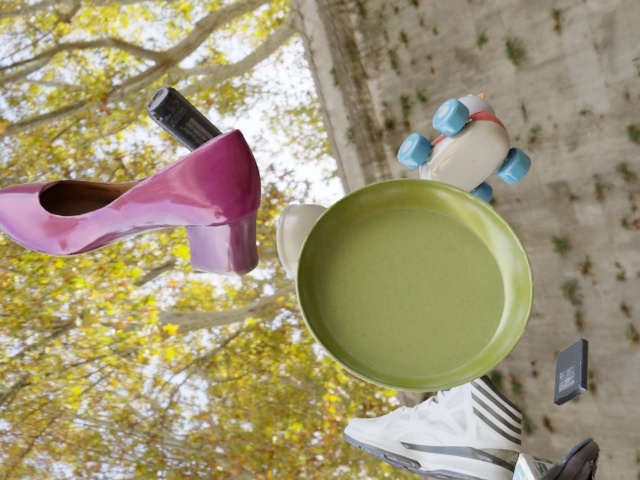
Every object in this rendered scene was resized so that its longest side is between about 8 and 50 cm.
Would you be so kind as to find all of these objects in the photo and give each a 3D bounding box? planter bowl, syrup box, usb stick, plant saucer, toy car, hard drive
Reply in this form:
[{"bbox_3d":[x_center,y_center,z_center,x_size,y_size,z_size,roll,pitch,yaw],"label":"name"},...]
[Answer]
[{"bbox_3d":[0.000,0.000,1.429,0.162,0.109,0.162,23,-116,-59],"label":"planter bowl"},{"bbox_3d":[0.631,0.697,2.082,0.237,0.096,0.093,26,-149,-41],"label":"syrup box"},{"bbox_3d":[-0.258,-0.222,1.464,0.077,0.045,0.278,-49,-28,0],"label":"usb stick"},{"bbox_3d":[0.095,0.045,0.740,0.037,0.241,0.241,85,-158,-61],"label":"plant saucer"},{"bbox_3d":[0.310,-0.227,1.554,0.219,0.210,0.238,33,-142,-19],"label":"toy car"},{"bbox_3d":[0.568,0.297,1.620,0.022,0.094,0.135,28,-132,-9],"label":"hard drive"}]

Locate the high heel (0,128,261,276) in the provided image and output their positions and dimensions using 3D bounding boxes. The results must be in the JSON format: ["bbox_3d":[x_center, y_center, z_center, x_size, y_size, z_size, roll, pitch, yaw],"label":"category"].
[{"bbox_3d":[-0.246,-0.074,0.855,0.127,0.377,0.181,-67,-19,-55],"label":"high heel"}]

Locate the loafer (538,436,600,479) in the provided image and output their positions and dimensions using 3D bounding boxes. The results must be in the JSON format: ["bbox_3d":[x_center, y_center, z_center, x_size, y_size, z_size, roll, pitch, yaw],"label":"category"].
[{"bbox_3d":[0.591,0.559,1.673,0.303,0.109,0.095,-13,-133,-47],"label":"loafer"}]

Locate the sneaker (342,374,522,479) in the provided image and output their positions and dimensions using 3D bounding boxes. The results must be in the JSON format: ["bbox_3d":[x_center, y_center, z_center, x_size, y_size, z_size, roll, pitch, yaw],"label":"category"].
[{"bbox_3d":[0.270,0.413,1.668,0.169,0.448,0.257,41,-119,-43],"label":"sneaker"}]
